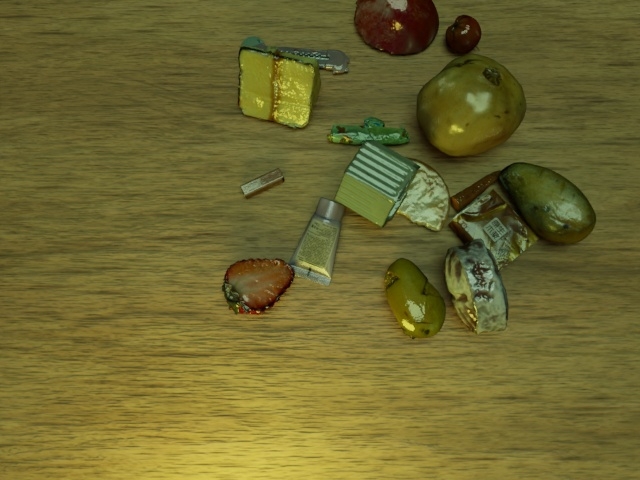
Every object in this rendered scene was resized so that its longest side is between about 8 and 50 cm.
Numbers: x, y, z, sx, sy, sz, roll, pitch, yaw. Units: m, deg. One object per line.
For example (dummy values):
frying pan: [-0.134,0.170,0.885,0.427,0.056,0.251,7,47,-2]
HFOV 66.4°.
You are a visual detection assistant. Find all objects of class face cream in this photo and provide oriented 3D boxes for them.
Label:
face cream: [0.000,0.000,1.605,0.154,0.096,0.274,20,92,2]

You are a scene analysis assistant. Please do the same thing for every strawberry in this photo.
strawberry: [-0.199,0.151,1.570,0.236,0.111,0.190,-20,67,-27]

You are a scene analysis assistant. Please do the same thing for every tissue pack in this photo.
tissue pack: [0.559,-0.030,1.598,0.183,0.092,0.226,-37,82,-7]

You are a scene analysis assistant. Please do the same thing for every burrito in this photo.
burrito: [0.167,-0.380,1.691,0.288,0.054,0.104,4,77,3]

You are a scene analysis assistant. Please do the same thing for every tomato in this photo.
tomato: [0.278,-0.809,1.713,0.309,0.170,0.309,0,78,2]

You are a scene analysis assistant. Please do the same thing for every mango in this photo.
mango: [0.732,-0.128,1.589,0.176,0.175,0.329,-12,54,-33]
mango: [0.290,0.181,1.540,0.167,0.130,0.262,-27,75,-7]

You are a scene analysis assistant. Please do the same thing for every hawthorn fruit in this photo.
hawthorn fruit: [0.511,-0.723,1.720,0.140,0.125,0.125,31,81,8]

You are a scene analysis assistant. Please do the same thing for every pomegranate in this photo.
pomegranate: [0.473,-0.420,1.570,0.333,0.332,0.332,0,79,0]

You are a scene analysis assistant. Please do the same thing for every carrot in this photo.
carrot: [0.534,-0.180,1.648,0.224,0.057,0.057,-35,81,-12]

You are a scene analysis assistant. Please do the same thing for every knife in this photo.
knife: [-0.093,-0.662,1.755,0.399,0.038,0.132,6,81,1]

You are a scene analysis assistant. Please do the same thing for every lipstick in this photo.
lipstick: [-0.196,-0.193,1.658,0.145,0.045,0.045,-26,81,-5]

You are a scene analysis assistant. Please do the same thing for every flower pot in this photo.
flower pot: [0.179,-0.181,1.532,0.190,0.239,0.209,30,52,9]

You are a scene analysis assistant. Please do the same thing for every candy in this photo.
candy: [0.472,0.146,1.499,0.157,0.214,0.289,-14,87,3]

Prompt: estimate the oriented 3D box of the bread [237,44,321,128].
bread: [-0.146,-0.515,1.624,0.263,0.236,0.198,13,79,3]

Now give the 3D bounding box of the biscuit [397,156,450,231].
biscuit: [0.304,-0.174,1.652,0.309,0.040,0.204,28,81,7]
